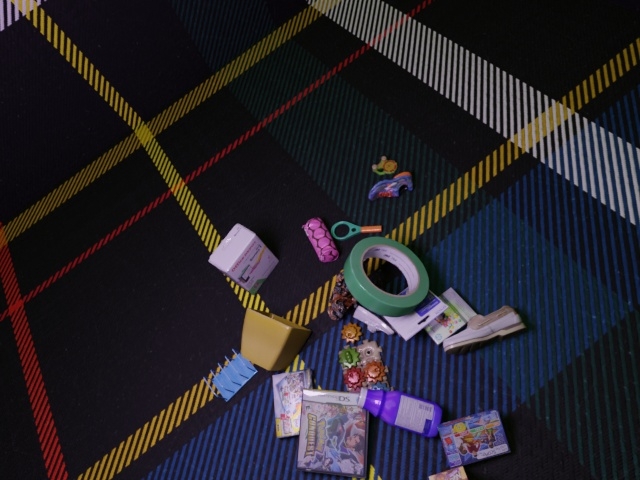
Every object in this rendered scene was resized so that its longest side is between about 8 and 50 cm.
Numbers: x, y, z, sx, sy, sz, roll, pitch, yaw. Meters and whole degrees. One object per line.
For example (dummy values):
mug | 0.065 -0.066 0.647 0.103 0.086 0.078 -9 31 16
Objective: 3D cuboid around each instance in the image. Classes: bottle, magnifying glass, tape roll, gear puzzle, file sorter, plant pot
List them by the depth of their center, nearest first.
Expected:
bottle | 0.269 0.582 1.489 0.283 0.092 0.118 16 73 5
tape roll | 0.248 0.131 1.625 0.321 0.077 0.321 12 47 -13
gear puzzle | 0.159 0.467 1.656 0.175 0.044 0.339 -19 59 8
plant pot | -0.195 0.402 1.722 0.212 0.212 0.187 19 83 25
file sorter | -0.368 0.541 1.751 0.170 0.104 0.118 -44 58 -8
magnifying glass | 0.160 -0.047 1.943 0.231 0.026 0.092 -2 62 16

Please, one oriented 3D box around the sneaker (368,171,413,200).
sneaker | 0.321 -0.233 1.961 0.221 0.083 0.087 -25 66 8

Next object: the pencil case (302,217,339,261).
pencil case | 0.000 0.000 1.932 0.098 0.095 0.209 -9 51 -28

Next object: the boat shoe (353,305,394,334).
boat shoe | 0.207 0.328 1.707 0.184 0.066 0.063 32 90 27

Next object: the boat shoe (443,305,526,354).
boat shoe | 0.578 0.326 1.566 0.302 0.113 0.103 -16 57 -3

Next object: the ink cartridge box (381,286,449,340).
ink cartridge box | 0.356 0.272 1.654 0.206 0.045 0.208 -36 33 -4

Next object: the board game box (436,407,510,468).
board game box | 0.499 0.646 1.410 0.201 0.035 0.136 -16 87 1

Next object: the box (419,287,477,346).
box | 0.476 0.290 1.653 0.186 0.038 0.145 -36 57 -2

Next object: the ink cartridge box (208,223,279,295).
ink cartridge box | -0.324 0.088 1.877 0.117 0.278 0.201 28 74 29

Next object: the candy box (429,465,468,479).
candy box | 0.402 0.746 1.346 0.109 0.187 0.053 -21 59 6

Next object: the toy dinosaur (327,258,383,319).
toy dinosaur | 0.123 0.167 1.765 0.218 0.164 0.322 -23 56 47

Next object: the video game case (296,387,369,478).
video game case | 0.047 0.680 1.540 0.248 0.035 0.275 2 73 10

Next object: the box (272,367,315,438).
box | -0.095 0.622 1.655 0.159 0.044 0.233 -14 60 10

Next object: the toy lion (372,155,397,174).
toy lion | 0.311 -0.347 2.054 0.100 0.034 0.096 -42 66 -7
